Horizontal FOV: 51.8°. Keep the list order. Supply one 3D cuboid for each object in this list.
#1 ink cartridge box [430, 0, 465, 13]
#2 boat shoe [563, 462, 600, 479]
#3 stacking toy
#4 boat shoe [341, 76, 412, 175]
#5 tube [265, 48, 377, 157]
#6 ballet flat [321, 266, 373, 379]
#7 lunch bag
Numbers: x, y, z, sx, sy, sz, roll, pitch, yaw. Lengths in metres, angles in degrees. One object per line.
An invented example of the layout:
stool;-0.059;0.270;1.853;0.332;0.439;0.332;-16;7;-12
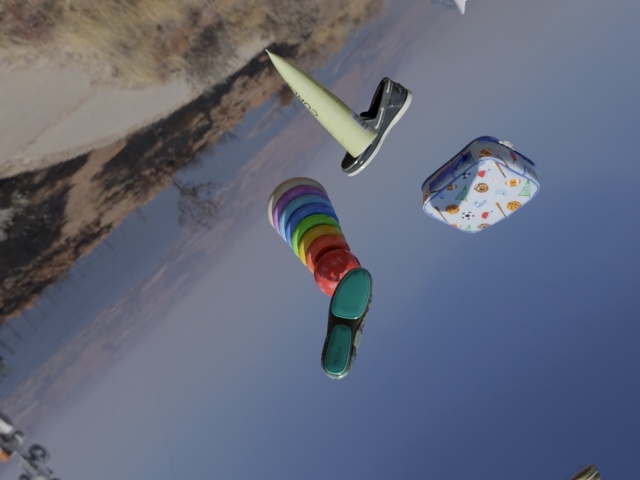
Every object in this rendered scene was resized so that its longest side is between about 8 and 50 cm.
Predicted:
ink cartridge box;0.331;-0.662;1.616;0.060;0.104;0.180;-45;149;-28
boat shoe;0.494;0.529;1.297;0.104;0.089;0.285;-25;145;-22
stacking toy;0.000;0.000;1.308;0.141;0.141;0.330;-44;-145;8
boat shoe;0.108;-0.253;1.471;0.233;0.079;0.084;-57;-149;16
tube;-0.005;-0.249;1.168;0.062;0.240;0.070;-51;-172;-32
ballet flat;0.043;0.137;1.084;0.070;0.070;0.188;-34;-145;67
lunch bag;0.435;-0.154;1.820;0.303;0.243;0.115;-43;-150;44
